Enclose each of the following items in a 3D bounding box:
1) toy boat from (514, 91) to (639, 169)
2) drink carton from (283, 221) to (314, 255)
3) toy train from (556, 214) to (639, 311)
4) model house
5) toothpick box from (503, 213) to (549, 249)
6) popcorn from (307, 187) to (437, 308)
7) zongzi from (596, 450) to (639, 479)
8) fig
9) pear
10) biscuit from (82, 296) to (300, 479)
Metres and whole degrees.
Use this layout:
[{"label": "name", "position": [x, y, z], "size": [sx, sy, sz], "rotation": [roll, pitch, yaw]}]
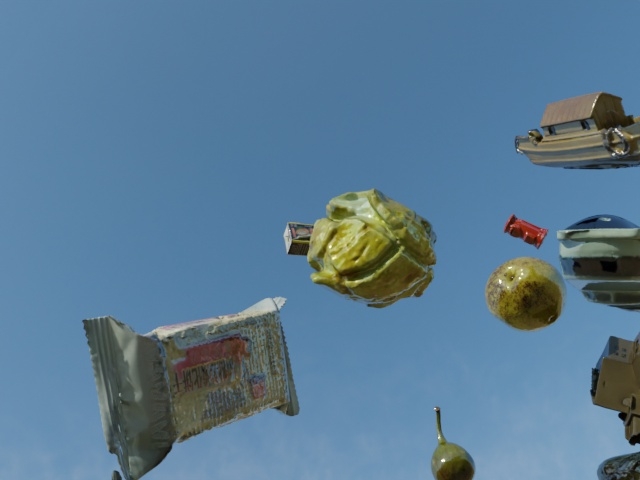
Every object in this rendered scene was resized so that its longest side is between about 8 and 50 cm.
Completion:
[{"label": "toy boat", "position": [0.604, -0.247, 1.392], "size": [0.136, 0.445, 0.162], "rotation": [-25, -78, -12]}, {"label": "drink carton", "position": [0.000, 0.000, 1.522], "size": [0.166, 0.071, 0.056], "rotation": [4, -47, -18]}, {"label": "toy train", "position": [0.181, 0.018, 0.372], "size": [0.043, 0.047, 0.208], "rotation": [-2, -8, 34]}, {"label": "model house", "position": [0.749, 0.352, 1.459], "size": [0.212, 0.243, 0.204], "rotation": [12, -46, 19]}, {"label": "toothpick box", "position": [0.423, -0.019, 1.307], "size": [0.083, 0.047, 0.047], "rotation": [28, -55, 20]}, {"label": "popcorn", "position": [0.108, 0.023, 1.268], "size": [0.277, 0.276, 0.225], "rotation": [31, -82, -28]}, {"label": "zongzi", "position": [0.742, 0.432, 1.326], "size": [0.274, 0.299, 0.145], "rotation": [9, -13, 15]}, {"label": "fig", "position": [0.355, 0.588, 1.796], "size": [0.125, 0.236, 0.124], "rotation": [-9, -42, -8]}, {"label": "pear", "position": [0.511, 0.133, 1.582], "size": [0.198, 0.197, 0.197], "rotation": [-5, -54, -8]}, {"label": "biscuit", "position": [-0.144, 0.172, 0.796], "size": [0.079, 0.185, 0.309], "rotation": [-13, -7, 34]}]
